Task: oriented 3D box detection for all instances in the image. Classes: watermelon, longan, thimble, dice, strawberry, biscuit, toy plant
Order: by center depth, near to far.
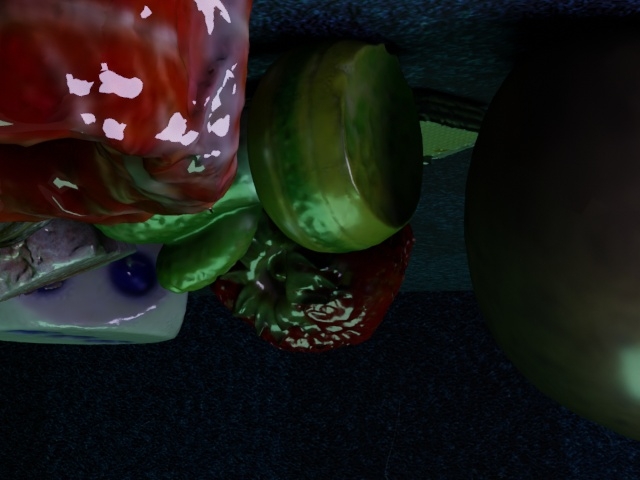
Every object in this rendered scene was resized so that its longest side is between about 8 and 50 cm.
[{"bbox_3d":[-0.206,-0.136,0.776,0.350,0.231,0.350,2,174,0],"label":"thimble"},{"bbox_3d":[0.286,-0.012,1.266,0.336,0.404,0.404,-36,168,4],"label":"longan"},{"bbox_3d":[-0.078,-0.068,1.348,0.315,0.224,0.184,-5,-168,28],"label":"toy plant"},{"bbox_3d":[0.045,-0.119,1.509,0.250,0.046,0.147,9,160,-42],"label":"biscuit"},{"bbox_3d":[-0.328,-0.032,1.543,0.193,0.232,0.310,-22,126,7],"label":"watermelon"},{"bbox_3d":[-0.299,0.003,1.811,0.251,0.243,0.259,3,169,-16],"label":"dice"},{"bbox_3d":[0.000,0.000,1.816,0.257,0.257,0.277,-4,-159,35],"label":"strawberry"}]

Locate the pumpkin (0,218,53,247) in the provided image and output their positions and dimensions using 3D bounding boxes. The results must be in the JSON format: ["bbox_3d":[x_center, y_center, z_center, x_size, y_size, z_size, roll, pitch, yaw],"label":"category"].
[{"bbox_3d":[-0.358,-0.087,1.291,0.320,0.192,0.320,4,171,1],"label":"pumpkin"}]

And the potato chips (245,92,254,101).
[{"bbox_3d":[-0.147,-0.122,1.529,0.209,0.026,0.142,-12,154,10],"label":"potato chips"}]
